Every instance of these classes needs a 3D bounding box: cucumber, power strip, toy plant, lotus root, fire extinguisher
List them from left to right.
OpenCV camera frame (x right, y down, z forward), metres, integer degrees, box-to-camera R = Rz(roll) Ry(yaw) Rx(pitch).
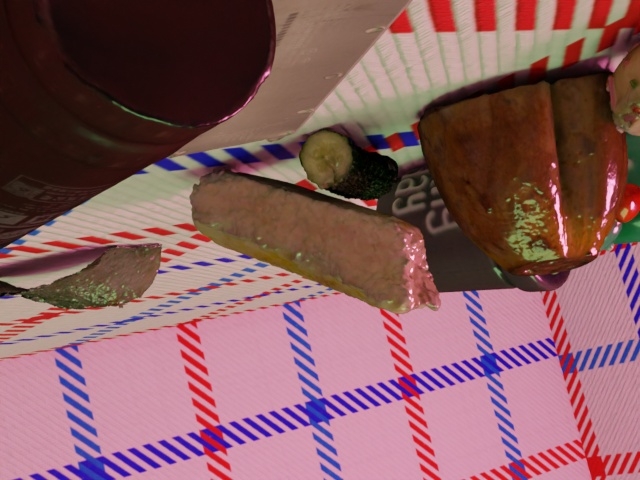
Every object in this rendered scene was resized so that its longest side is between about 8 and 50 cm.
[{"bbox_3d":[-0.173,-0.052,0.560,0.135,0.114,0.337,-29,-175,-42],"label":"fire extinguisher"},{"bbox_3d":[-0.028,-0.115,0.671,0.106,0.043,0.367,-12,173,-17],"label":"power strip"},{"bbox_3d":[0.031,-0.068,1.114,0.058,0.058,0.187,-16,172,16],"label":"cucumber"},{"bbox_3d":[0.203,-0.057,1.076,0.188,0.179,0.199,-13,174,20],"label":"lotus root"},{"bbox_3d":[0.265,-0.036,1.302,0.400,0.185,0.279,-12,179,29],"label":"toy plant"}]

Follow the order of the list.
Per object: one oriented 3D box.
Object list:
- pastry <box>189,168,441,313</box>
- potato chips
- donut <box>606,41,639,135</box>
[{"bbox_3d":[-0.004,0.000,1.070,0.259,0.089,0.121,17,-173,24],"label":"pastry"},{"bbox_3d":[-0.300,0.048,1.410,0.228,0.059,0.167,-12,164,-15],"label":"potato chips"},{"bbox_3d":[0.326,-0.149,0.978,0.175,0.068,0.174,-17,167,-4],"label":"donut"}]
